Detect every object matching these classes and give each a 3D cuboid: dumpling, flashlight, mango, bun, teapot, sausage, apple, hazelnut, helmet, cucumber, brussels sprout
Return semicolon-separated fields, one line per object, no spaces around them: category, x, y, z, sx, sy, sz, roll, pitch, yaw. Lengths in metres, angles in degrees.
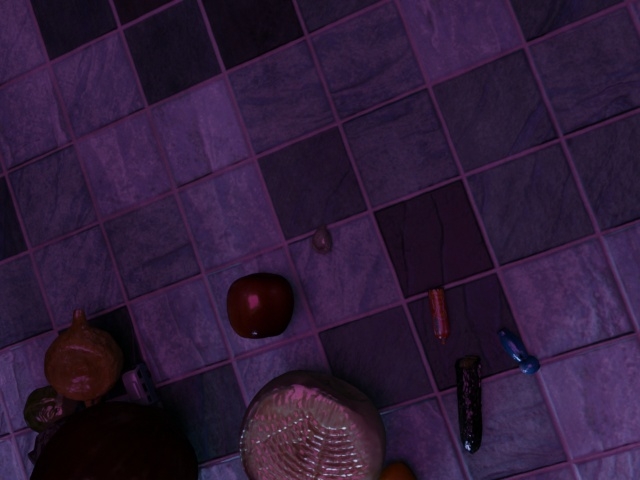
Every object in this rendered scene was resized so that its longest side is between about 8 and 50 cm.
dumpling;-0.001;0.001;1.658;0.059;0.043;0.077;-20;89;35
flashlight;0.485;0.269;1.541;0.051;0.051;0.129;-37;77;11
mango;0.182;0.665;1.578;0.145;0.112;0.219;15;89;16
bun;-0.016;0.489;1.579;0.364;0.202;0.364;1;96;10
teapot;-0.647;0.338;1.756;0.203;0.167;0.311;-6;110;0
sausage;0.298;0.190;1.584;0.050;0.048;0.145;-8;90;-25
apple;-0.155;0.167;1.621;0.181;0.181;0.168;0;88;13
hazelnut;-0.523;0.622;1.627;0.421;0.353;0.420;10;67;-24
helmet;-0.714;0.590;1.755;0.107;0.153;0.177;45;108;40
cucumber;0.369;0.411;1.557;0.067;0.067;0.245;-2;88;13
brussels sprout;-0.773;0.487;1.801;0.155;0.117;0.155;0;91;23

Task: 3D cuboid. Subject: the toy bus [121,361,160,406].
toy bus;-0.507;0.408;1.758;0.060;0.075;0.123;-25;85;12
